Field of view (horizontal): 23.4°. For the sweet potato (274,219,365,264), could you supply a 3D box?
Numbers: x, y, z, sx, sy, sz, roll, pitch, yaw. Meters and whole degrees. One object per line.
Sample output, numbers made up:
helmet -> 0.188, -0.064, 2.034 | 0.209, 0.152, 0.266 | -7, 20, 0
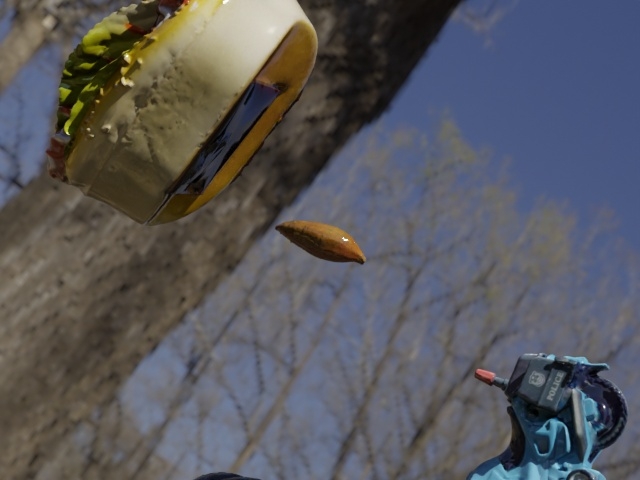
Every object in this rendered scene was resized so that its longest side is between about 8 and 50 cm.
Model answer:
sweet potato -> 0.000, 0.000, 1.473 | 0.095, 0.034, 0.034 | 19, -20, 10

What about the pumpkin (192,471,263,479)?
pumpkin -> -0.087, 0.261, 1.113 | 0.194, 0.194, 0.150 | 26, -8, 26

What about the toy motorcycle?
toy motorcycle -> 0.196, 0.235, 1.559 | 0.182, 0.272, 0.123 | 19, -11, 24

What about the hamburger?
hamburger -> -0.098, -0.108, 1.092 | 0.116, 0.210, 0.173 | 42, 16, 14
